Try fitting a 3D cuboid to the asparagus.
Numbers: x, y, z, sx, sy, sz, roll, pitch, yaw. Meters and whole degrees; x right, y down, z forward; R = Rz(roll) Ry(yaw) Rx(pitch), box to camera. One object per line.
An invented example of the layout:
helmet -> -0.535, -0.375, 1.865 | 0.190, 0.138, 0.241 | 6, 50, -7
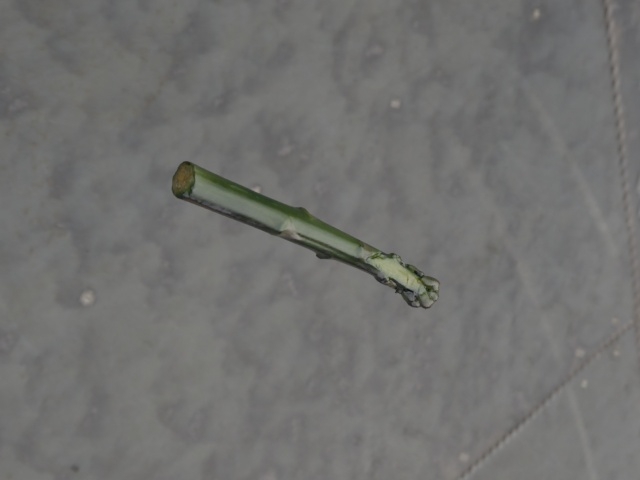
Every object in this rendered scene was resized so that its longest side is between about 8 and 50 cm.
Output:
asparagus -> 0.000, 0.000, 0.453 | 0.127, 0.018, 0.015 | 25, 61, -36
